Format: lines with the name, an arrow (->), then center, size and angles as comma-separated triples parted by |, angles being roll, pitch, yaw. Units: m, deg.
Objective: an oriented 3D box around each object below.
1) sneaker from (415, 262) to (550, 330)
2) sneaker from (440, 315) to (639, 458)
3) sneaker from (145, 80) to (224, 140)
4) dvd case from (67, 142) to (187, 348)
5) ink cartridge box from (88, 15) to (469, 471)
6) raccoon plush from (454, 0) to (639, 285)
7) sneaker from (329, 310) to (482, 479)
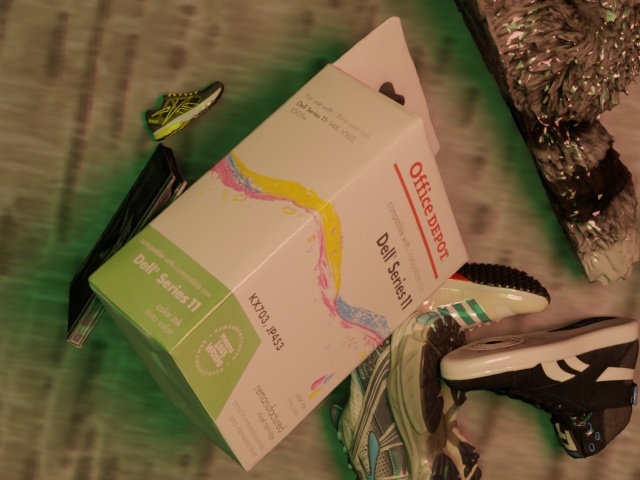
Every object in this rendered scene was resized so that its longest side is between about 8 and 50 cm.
sneaker -> 0.132, 0.064, 1.459 | 0.161, 0.057, 0.075 | 5, 110, 1
sneaker -> 0.207, 0.144, 1.399 | 0.216, 0.079, 0.121 | -9, 97, -31
sneaker -> -0.129, -0.128, 1.462 | 0.083, 0.031, 0.035 | -35, 91, 4
dvd case -> -0.174, -0.002, 1.379 | 0.018, 0.221, 0.164 | 33, 94, -12
ink cartridge box -> 0.000, 0.000, 1.325 | 0.353, 0.207, 0.119 | -43, 53, -14
raccoon plush -> 0.285, -0.219, 1.381 | 0.299, 0.216, 0.446 | -25, 121, 3
sneaker -> 0.075, 0.193, 1.453 | 0.122, 0.110, 0.283 | 10, 110, 36
